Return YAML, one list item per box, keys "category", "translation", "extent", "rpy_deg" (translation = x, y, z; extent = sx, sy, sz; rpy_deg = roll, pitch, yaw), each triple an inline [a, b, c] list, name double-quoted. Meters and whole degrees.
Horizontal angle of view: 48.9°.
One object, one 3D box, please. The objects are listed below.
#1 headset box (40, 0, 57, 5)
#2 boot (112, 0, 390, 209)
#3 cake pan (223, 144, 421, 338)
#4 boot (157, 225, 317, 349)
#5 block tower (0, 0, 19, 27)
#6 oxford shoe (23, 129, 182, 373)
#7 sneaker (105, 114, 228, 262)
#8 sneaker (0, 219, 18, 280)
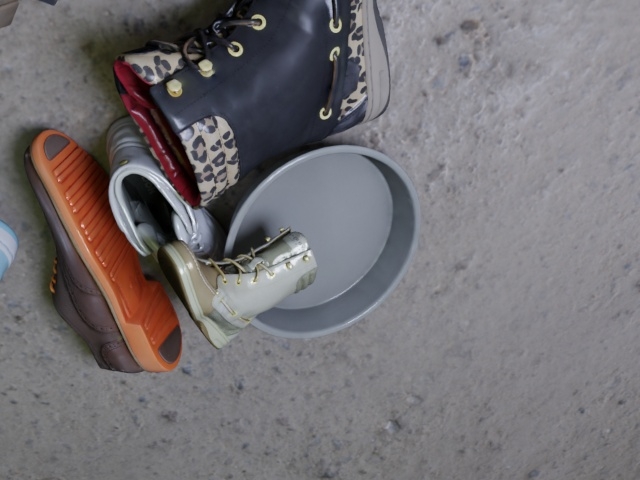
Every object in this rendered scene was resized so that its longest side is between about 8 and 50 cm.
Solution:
- category: "headset box"
  translation: [-0.306, -0.283, 0.749]
  extent: [0.062, 0.083, 0.032]
  rpy_deg: [16, 117, -19]
- category: "boot"
  translation: [-0.081, -0.236, 0.737]
  extent: [0.284, 0.138, 0.377]
  rpy_deg: [-36, 133, -23]
- category: "cake pan"
  translation: [0.000, 0.000, 0.965]
  extent: [0.293, 0.054, 0.293]
  rpy_deg: [-13, 122, -21]
- category: "boot"
  translation: [-0.090, 0.033, 0.832]
  extent: [0.165, 0.077, 0.213]
  rpy_deg: [-32, 150, -10]
- category: "block tower"
  translation: [-0.441, -0.323, 0.647]
  extent: [0.335, 0.097, 0.091]
  rpy_deg: [32, 114, -11]
- category: "oxford shoe"
  translation: [-0.310, 0.035, 0.920]
  extent: [0.133, 0.130, 0.363]
  rpy_deg: [-11, 115, 15]
- category: "sneaker"
  translation: [-0.186, 0.001, 0.897]
  extent: [0.108, 0.169, 0.292]
  rpy_deg: [-26, 124, 2]
- category: "sneaker"
  translation: [-0.511, 0.021, 0.786]
  extent: [0.319, 0.208, 0.127]
  rpy_deg: [29, 135, -35]
